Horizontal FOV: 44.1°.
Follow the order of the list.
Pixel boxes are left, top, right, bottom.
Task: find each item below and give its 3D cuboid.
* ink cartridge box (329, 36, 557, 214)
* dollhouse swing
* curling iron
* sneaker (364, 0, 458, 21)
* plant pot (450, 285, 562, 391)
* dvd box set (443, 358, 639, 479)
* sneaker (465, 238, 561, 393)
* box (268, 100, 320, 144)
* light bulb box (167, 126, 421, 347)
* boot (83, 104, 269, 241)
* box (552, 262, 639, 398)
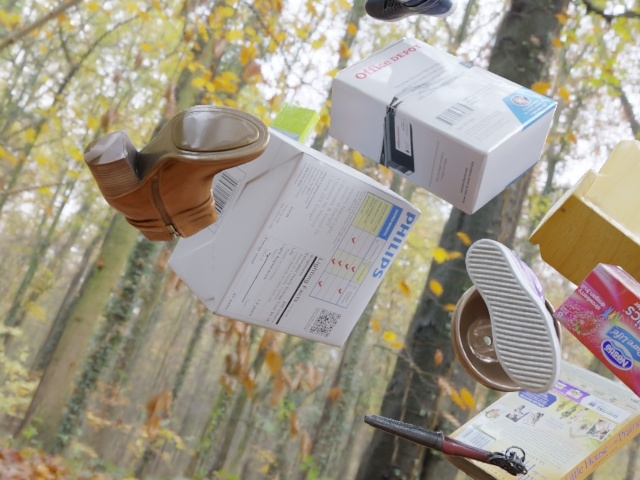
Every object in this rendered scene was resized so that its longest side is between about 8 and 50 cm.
[{"bbox_3d":[0.256,-0.264,1.716,0.395,0.285,0.166,33,-41,28],"label":"ink cartridge box"},{"bbox_3d":[0.849,-0.051,2.244,0.347,0.305,0.315,38,-41,5],"label":"dollhouse swing"},{"bbox_3d":[0.204,0.323,1.279,0.274,0.035,0.068,16,-36,7],"label":"curling iron"},{"bbox_3d":[0.173,-0.551,1.771,0.226,0.086,0.163,5,1,32],"label":"sneaker"},{"bbox_3d":[0.370,0.201,1.645,0.238,0.237,0.110,21,-21,-7],"label":"plant pot"},{"bbox_3d":[0.542,0.454,1.887,0.308,0.421,0.062,21,-46,55],"label":"dvd box set"},{"bbox_3d":[0.356,0.133,1.335,0.102,0.282,0.161,-31,-37,27],"label":"sneaker"},{"bbox_3d":[-0.090,-0.274,2.071,0.109,0.178,0.042,21,-18,28],"label":"box"},{"bbox_3d":[-0.051,-0.007,1.628,0.361,0.357,0.225,22,11,-43],"label":"light bulb box"},{"bbox_3d":[-0.192,-0.084,1.206,0.284,0.109,0.220,-14,-36,6],"label":"boot"},{"bbox_3d":[0.542,0.169,1.337,0.123,0.128,0.257,6,36,-54],"label":"box"}]
